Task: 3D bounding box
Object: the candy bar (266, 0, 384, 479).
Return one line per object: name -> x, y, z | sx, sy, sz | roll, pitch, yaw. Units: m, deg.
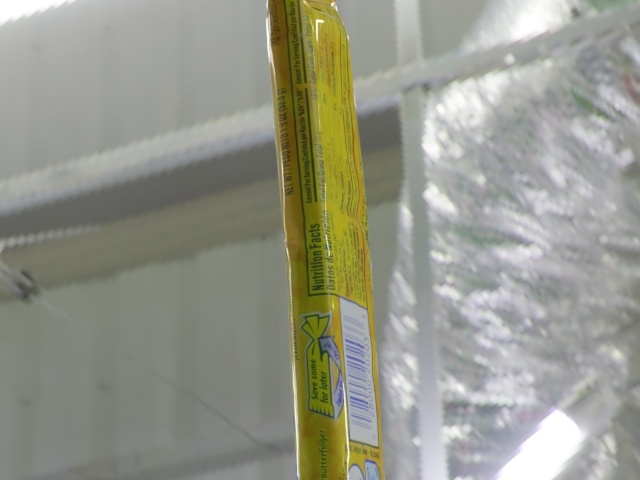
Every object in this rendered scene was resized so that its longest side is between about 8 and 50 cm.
candy bar -> 0.000, 0.000, 0.475 | 0.018, 0.040, 0.161 | -10, -106, 22
